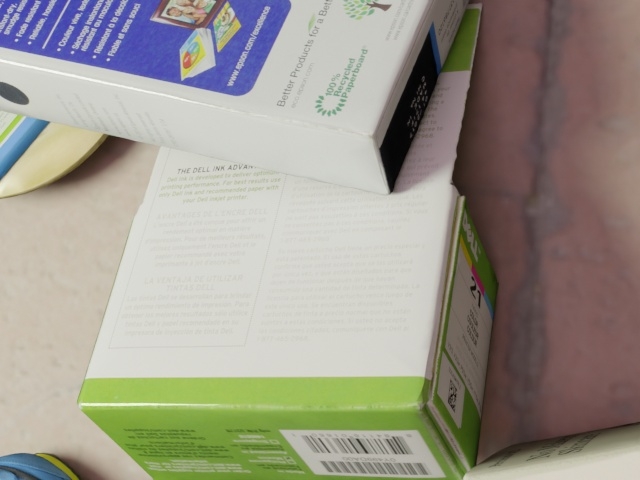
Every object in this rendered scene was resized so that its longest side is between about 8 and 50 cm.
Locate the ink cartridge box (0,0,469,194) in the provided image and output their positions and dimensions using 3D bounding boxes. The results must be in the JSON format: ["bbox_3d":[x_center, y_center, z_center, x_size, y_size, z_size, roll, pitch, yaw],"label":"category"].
[{"bbox_3d":[-0.091,-0.138,0.711,0.332,0.065,0.165,15,66,19],"label":"ink cartridge box"}]

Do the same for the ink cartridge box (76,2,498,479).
[{"bbox_3d":[0.000,0.000,0.711,0.189,0.097,0.255,-3,54,22],"label":"ink cartridge box"}]

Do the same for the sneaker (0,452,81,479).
[{"bbox_3d":[-0.134,0.205,0.761,0.209,0.082,0.069,37,101,17],"label":"sneaker"}]

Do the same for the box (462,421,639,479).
[{"bbox_3d":[0.216,0.122,0.604,0.275,0.113,0.094,-14,85,20],"label":"box"}]

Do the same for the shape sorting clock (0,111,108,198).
[{"bbox_3d":[-0.203,-0.127,0.813,0.206,0.040,0.206,-1,85,14],"label":"shape sorting clock"}]
